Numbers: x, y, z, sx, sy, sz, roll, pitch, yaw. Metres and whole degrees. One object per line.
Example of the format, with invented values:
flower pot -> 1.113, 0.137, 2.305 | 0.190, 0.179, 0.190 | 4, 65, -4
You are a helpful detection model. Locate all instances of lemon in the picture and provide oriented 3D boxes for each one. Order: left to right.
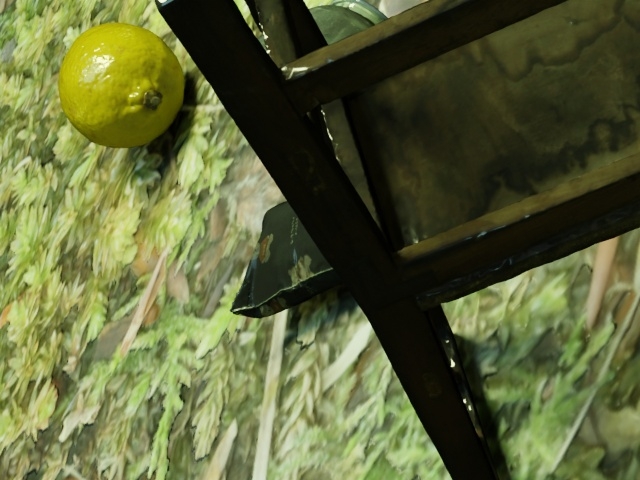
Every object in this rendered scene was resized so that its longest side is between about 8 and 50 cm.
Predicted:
lemon -> -0.171, -0.132, 1.555 | 0.133, 0.109, 0.109 | 35, 100, 54

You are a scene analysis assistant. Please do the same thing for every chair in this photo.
chair -> 0.108, -0.060, 0.894 | 0.240, 0.416, 0.203 | -24, 42, 8

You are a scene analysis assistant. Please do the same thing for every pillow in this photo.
pillow -> 0.001, 0.000, 1.237 | 0.150, 0.048, 0.090 | -25, 55, 45

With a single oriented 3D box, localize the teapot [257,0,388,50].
teapot -> 0.015, -0.119, 1.241 | 0.108, 0.111, 0.149 | -52, 13, -24
